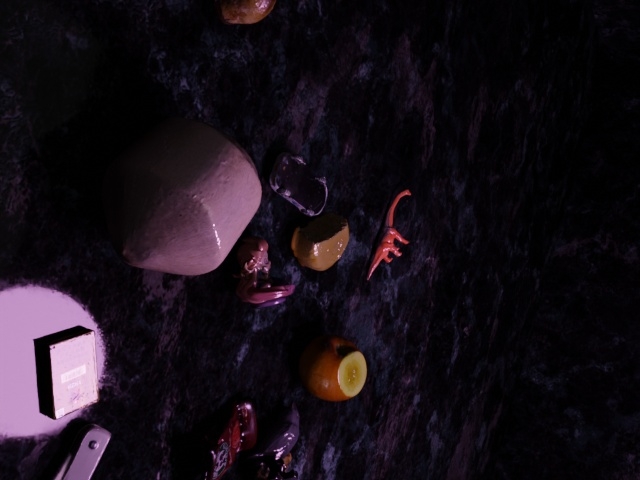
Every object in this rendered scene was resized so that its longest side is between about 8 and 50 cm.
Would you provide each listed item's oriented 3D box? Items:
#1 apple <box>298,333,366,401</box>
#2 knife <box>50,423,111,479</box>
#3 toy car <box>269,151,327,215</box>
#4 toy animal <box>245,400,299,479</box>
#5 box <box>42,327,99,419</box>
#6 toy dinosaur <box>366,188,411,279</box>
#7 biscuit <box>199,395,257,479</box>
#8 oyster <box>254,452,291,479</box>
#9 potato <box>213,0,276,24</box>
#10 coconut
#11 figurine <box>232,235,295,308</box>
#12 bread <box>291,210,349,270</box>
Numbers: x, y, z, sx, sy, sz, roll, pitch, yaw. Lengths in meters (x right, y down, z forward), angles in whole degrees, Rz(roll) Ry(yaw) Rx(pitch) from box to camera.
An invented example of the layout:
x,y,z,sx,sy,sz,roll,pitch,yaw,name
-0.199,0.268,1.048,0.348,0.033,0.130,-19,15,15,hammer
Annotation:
x,y,z,sx,sy,sz,roll,pitch,yaw,name
0.028,0.308,1.719,0.146,0.163,0.147,-40,146,-54,apple
-0.440,0.433,1.178,0.073,0.040,0.266,46,61,-39,knife
-0.047,-0.122,1.578,0.205,0.056,0.095,38,68,-57,toy car
-0.114,0.476,1.656,0.121,0.117,0.210,119,-17,-48,toy animal
-0.413,0.220,1.169,0.090,0.023,0.133,-18,115,-51,box
0.200,-0.011,1.978,0.101,0.055,0.280,40,67,-28,toy dinosaur
-0.205,0.439,1.498,0.235,0.063,0.151,-45,140,-63,biscuit
-0.114,0.575,1.694,0.103,0.051,0.148,48,60,-51,oyster
-0.131,-0.439,1.316,0.096,0.103,0.066,-10,105,-53,potato
-0.236,-0.062,1.157,0.266,0.237,0.237,-60,143,-34,coconut
-0.135,0.073,1.480,0.157,0.114,0.126,58,13,-11,figurine
-0.002,0.010,1.663,0.156,0.086,0.125,-30,134,-44,bread
